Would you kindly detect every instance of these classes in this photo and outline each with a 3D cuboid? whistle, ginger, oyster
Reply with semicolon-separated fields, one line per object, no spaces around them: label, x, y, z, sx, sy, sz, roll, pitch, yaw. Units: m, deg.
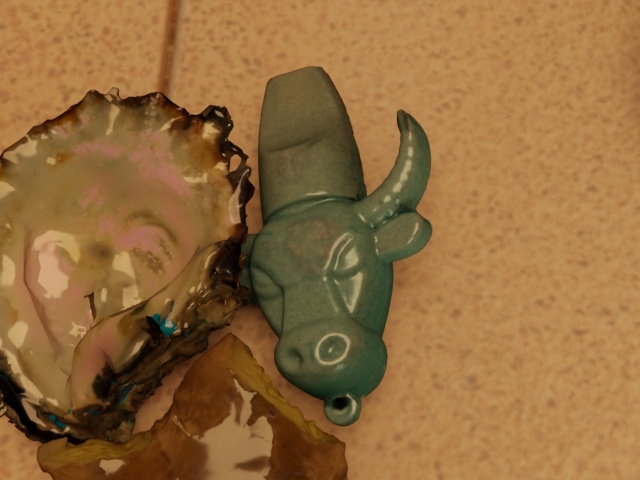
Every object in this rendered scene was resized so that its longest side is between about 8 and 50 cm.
whistle;0.000;0.000;1.012;0.186;0.093;0.274;-17;65;20
ginger;-0.098;0.205;0.919;0.270;0.123;0.219;-39;90;4
oyster;-0.146;0.024;0.983;0.198;0.092;0.259;3;74;13

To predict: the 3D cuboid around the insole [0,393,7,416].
insole;-0.286;0.107;1.006;0.135;0.002;0.045;7;69;1
